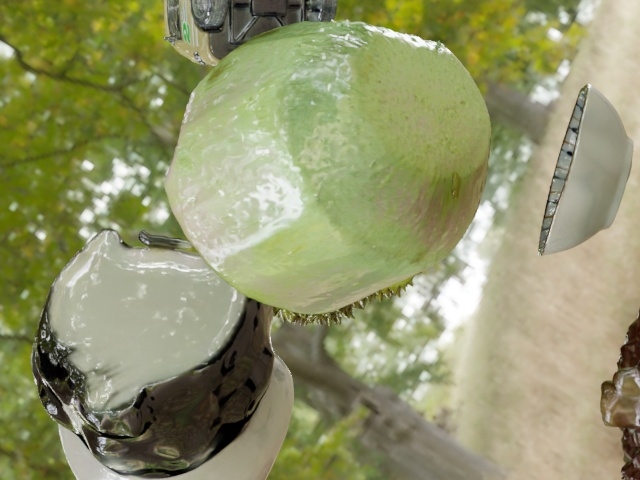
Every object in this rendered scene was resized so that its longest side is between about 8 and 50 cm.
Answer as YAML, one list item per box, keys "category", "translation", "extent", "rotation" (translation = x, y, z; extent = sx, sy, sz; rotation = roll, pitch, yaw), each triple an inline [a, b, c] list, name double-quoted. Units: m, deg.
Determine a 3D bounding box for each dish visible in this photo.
- category: "dish"
  translation: [0.273, -0.062, 1.256]
  extent: [0.191, 0.066, 0.190]
  rotation: [14, -90, -84]

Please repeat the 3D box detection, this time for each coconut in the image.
- category: "coconut"
  translation: [0.001, -0.055, 0.889]
  extent: [0.236, 0.204, 0.236]
  rotation: [-35, 18, 13]

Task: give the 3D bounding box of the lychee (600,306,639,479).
- category: "lychee"
  translation: [0.225, 0.079, 0.596]
  extent: [0.194, 0.194, 0.194]
  rotation: [-55, -10, -14]

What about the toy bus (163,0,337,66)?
- category: "toy bus"
  translation: [-0.096, -0.388, 1.495]
  extent: [0.202, 0.177, 0.365]
  rotation: [11, 102, 60]

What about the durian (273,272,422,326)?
- category: "durian"
  translation: [0.001, -0.001, 1.420]
  extent: [0.177, 0.200, 0.237]
  rotation: [-12, 4, 35]

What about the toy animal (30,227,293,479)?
- category: "toy animal"
  translation: [-0.130, 0.122, 1.075]
  extent: [0.212, 0.213, 0.266]
  rotation: [-53, -21, -27]
